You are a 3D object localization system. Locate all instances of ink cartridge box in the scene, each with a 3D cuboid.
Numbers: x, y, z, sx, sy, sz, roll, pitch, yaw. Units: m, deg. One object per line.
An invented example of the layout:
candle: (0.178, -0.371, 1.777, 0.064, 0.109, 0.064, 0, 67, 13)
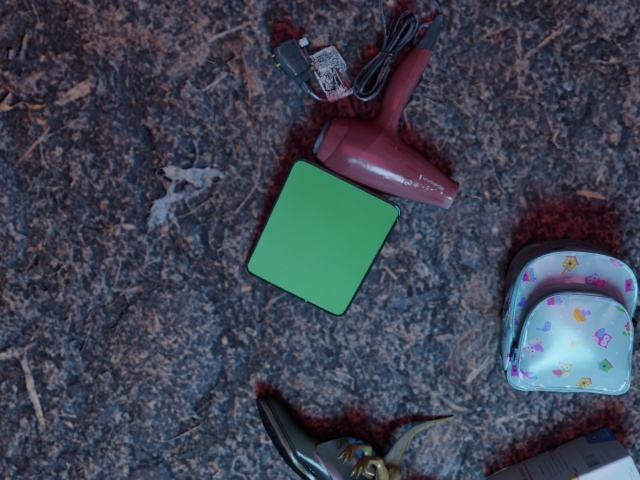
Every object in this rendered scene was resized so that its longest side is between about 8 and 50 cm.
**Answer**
ink cartridge box: (0.315, 0.320, 1.048, 0.181, 0.104, 0.061, -25, 95, 7)

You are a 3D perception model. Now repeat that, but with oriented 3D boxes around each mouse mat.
mouse mat: (0.000, 0.000, 1.042, 0.153, 0.007, 0.189, 27, 119, -1)

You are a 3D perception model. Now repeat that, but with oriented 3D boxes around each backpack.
backpack: (0.309, 0.095, 1.002, 0.166, 0.144, 0.188, 3, 95, 8)

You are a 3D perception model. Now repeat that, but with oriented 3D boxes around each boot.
boot: (0.007, 0.283, 1.089, 0.106, 0.082, 0.219, -33, 86, -18)

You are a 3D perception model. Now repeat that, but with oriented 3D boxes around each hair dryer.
hair dryer: (0.088, -0.166, 1.009, 0.224, 0.080, 0.293, -25, 96, 5)

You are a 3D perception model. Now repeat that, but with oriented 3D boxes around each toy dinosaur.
toy dinosaur: (0.086, 0.298, 1.046, 0.112, 0.064, 0.211, 38, 59, -23)
